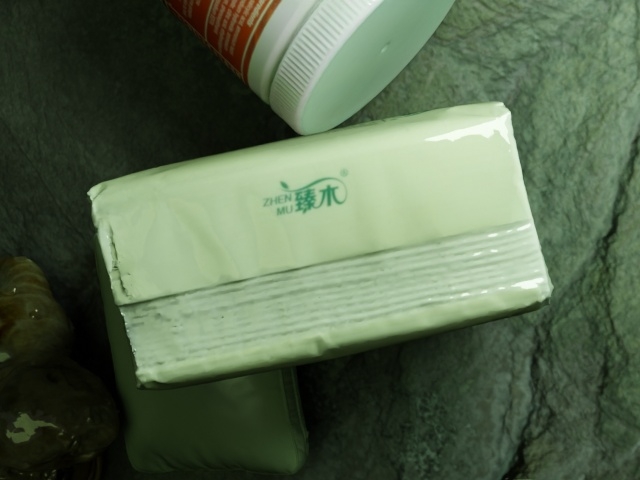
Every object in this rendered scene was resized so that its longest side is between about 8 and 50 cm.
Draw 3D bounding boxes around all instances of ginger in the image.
[{"bbox_3d":[-0.386,0.189,1.240,0.256,0.176,0.375,-36,58,23],"label":"ginger"}]

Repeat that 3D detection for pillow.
[{"bbox_3d":[-0.145,0.127,1.187,0.255,0.120,0.323,-6,98,23],"label":"pillow"}]

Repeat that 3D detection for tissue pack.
[{"bbox_3d":[0.000,0.000,0.955,0.380,0.297,0.207,-12,93,-1],"label":"tissue pack"}]

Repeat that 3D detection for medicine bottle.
[{"bbox_3d":[-0.017,-0.276,0.997,0.241,0.252,0.252,45,112,9],"label":"medicine bottle"}]

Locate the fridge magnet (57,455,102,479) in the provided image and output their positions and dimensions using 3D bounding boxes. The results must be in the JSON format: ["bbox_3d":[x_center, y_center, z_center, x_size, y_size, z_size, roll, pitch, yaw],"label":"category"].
[{"bbox_3d":[-0.364,0.296,1.335,0.143,0.063,0.143,3,98,18],"label":"fridge magnet"}]

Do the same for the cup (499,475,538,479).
[{"bbox_3d":[0.231,0.435,1.031,0.253,0.253,0.274,27,116,16],"label":"cup"}]
